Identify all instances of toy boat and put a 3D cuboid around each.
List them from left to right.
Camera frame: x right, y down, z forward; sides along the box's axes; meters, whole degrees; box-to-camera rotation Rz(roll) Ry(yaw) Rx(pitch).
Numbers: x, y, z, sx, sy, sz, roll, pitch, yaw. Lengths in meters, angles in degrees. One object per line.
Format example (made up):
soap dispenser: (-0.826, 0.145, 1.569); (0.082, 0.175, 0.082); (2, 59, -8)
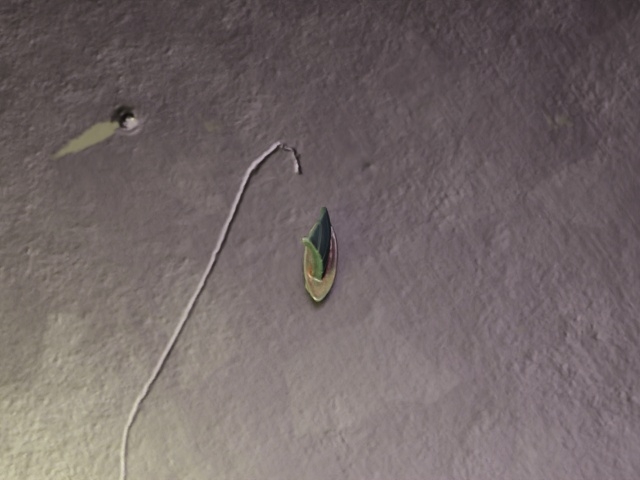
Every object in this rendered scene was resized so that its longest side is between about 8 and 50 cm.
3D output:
toy boat: (0.000, 0.000, 1.780); (0.034, 0.122, 0.096); (3, 69, 2)
